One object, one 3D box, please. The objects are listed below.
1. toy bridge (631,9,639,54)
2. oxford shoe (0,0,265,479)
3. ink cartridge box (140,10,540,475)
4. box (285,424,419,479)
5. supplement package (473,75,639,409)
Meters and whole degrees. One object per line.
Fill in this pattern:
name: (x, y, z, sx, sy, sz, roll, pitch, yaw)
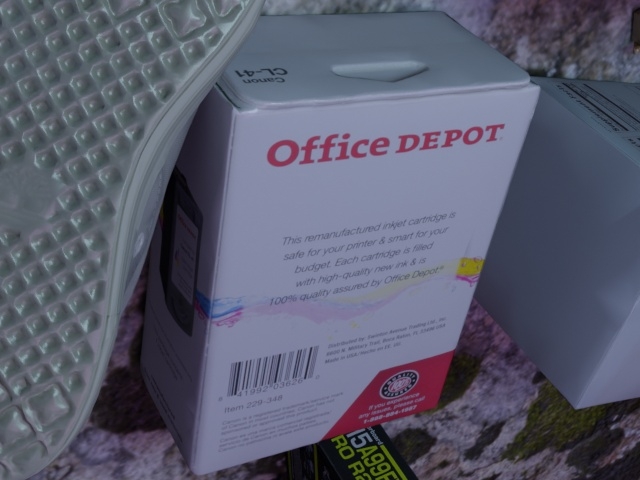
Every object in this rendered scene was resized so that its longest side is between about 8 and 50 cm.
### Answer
toy bridge: (0.346, -0.200, 0.864, 0.188, 0.026, 0.063, -26, 137, -13)
oxford shoe: (-0.136, -0.089, 0.551, 0.169, 0.130, 0.449, 18, 96, -12)
ink cartridge box: (0.000, 0.000, 0.725, 0.226, 0.131, 0.306, -8, 128, -28)
box: (0.038, 0.274, 0.917, 0.060, 0.216, 0.270, -19, 133, -18)
supplement package: (0.291, -0.007, 0.863, 0.262, 0.198, 0.199, -3, 127, -33)
